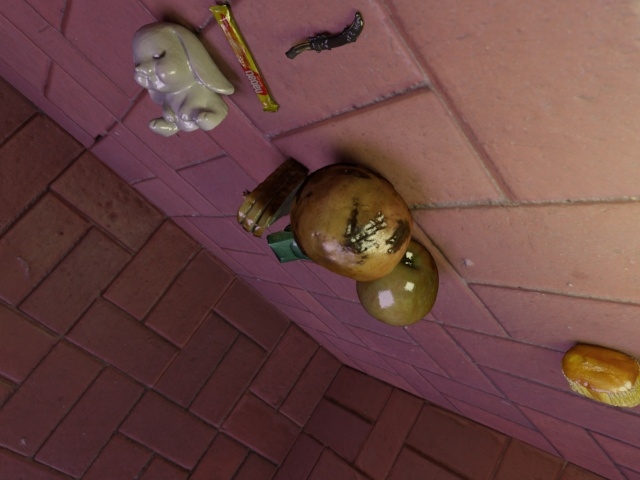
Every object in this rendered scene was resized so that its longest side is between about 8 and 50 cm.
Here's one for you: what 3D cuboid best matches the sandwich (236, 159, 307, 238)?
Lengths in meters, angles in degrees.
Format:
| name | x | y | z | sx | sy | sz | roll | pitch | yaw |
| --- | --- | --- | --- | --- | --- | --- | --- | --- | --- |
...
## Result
| name | x | y | z | sx | sy | sz | roll | pitch | yaw |
| --- | --- | --- | --- | --- | --- | --- | --- | --- | --- |
| sandwich | -0.161 | -0.111 | 1.439 | 0.100 | 0.254 | 0.288 | 37 | 163 | 1 |

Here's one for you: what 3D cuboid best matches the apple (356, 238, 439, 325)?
| name | x | y | z | sx | sy | sz | roll | pitch | yaw |
| --- | --- | --- | --- | --- | --- | --- | --- | --- | --- |
| apple | 0.236 | 0.118 | 1.333 | 0.257 | 0.256 | 0.233 | 33 | 143 | 5 |

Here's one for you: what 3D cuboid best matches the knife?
| name | x | y | z | sx | sy | sz | roll | pitch | yaw |
| --- | --- | --- | --- | --- | --- | --- | --- | --- | --- |
| knife | 0.007 | -0.384 | 0.868 | 0.222 | 0.021 | 0.045 | 2 | 144 | 50 |

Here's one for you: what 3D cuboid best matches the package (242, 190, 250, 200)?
| name | x | y | z | sx | sy | sz | roll | pitch | yaw |
| --- | --- | --- | --- | --- | --- | --- | --- | --- | --- |
| package | -0.265 | -0.152 | 1.837 | 0.121 | 0.031 | 0.108 | 24 | 159 | 13 |

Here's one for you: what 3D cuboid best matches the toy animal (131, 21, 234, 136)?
| name | x | y | z | sx | sy | sz | roll | pitch | yaw |
| --- | --- | --- | --- | --- | --- | --- | --- | --- | --- |
| toy animal | -0.378 | -0.428 | 1.164 | 0.272 | 0.205 | 0.264 | 1 | 135 | 34 |

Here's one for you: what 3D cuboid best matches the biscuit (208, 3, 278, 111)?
| name | x | y | z | sx | sy | sz | roll | pitch | yaw |
| --- | --- | --- | --- | --- | --- | --- | --- | --- | --- |
| biscuit | -0.173 | -0.424 | 1.066 | 0.048 | 0.026 | 0.292 | 2 | 147 | 24 |

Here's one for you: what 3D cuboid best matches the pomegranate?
| name | x | y | z | sx | sy | sz | roll | pitch | yaw |
| --- | --- | --- | --- | --- | --- | --- | --- | --- | --- |
| pomegranate | 0.079 | -0.049 | 1.150 | 0.322 | 0.322 | 0.322 | 31 | 160 | 12 |

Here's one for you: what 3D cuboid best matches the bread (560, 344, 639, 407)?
| name | x | y | z | sx | sy | sz | roll | pitch | yaw |
| --- | --- | --- | --- | --- | --- | --- | --- | --- | --- |
| bread | 0.763 | 0.361 | 1.214 | 0.191 | 0.132 | 0.114 | 3 | 141 | 53 |

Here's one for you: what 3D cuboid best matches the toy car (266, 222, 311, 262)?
| name | x | y | z | sx | sy | sz | roll | pitch | yaw |
| --- | --- | --- | --- | --- | --- | --- | --- | --- | --- |
| toy car | 0.000 | 0.000 | 1.437 | 0.321 | 0.097 | 0.141 | -13 | 146 | 7 |
